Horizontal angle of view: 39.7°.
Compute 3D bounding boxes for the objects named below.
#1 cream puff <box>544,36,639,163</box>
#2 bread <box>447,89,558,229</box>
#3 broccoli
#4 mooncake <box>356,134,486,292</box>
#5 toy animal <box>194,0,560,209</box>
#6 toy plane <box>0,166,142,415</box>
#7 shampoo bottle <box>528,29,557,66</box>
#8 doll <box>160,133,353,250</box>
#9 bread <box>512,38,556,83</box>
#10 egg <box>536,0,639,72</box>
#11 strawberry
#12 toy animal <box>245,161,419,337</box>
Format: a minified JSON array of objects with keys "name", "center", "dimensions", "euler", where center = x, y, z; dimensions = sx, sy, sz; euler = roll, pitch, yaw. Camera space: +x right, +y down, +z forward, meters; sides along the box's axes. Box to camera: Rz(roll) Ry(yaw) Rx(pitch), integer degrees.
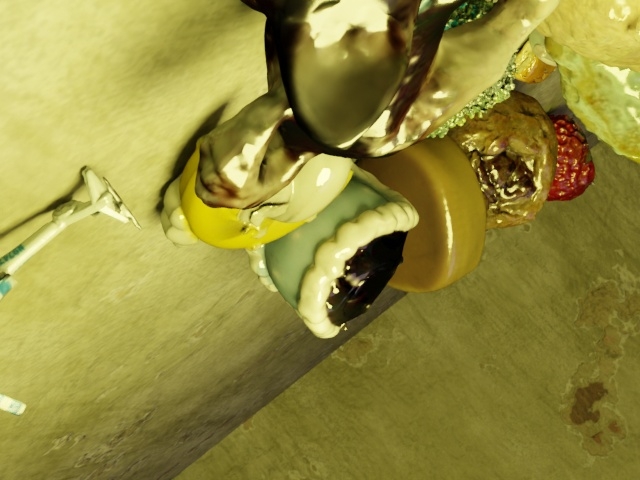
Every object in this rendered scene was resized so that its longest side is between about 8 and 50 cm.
[{"name":"cream puff","center":[0.498,-0.288,1.184],"dimensions":[0.378,0.378,0.276],"euler":[-49,-170,41]},{"name":"bread","center":[0.274,-0.119,1.383],"dimensions":[0.230,0.230,0.123],"euler":[-37,-152,-6]},{"name":"broccoli","center":[0.136,-0.192,0.983],"dimensions":[0.154,0.167,0.160],"euler":[3,-179,-22]},{"name":"mooncake","center":[0.138,-0.037,1.278],"dimensions":[0.117,0.235,0.235],"euler":[-24,162,-45]},{"name":"toy animal","center":[0.014,-0.156,0.557],"dimensions":[0.302,0.194,0.344],"euler":[-43,163,-6]},{"name":"toy plane","center":[-0.290,0.039,0.715],"dimensions":[0.182,0.107,0.273],"euler":[40,72,-38]},{"name":"shampoo bottle","center":[0.354,-0.297,1.302],"dimensions":[0.099,0.072,0.043],"euler":[-33,162,-21]},{"name":"doll","center":[-0.042,-0.071,0.913],"dimensions":[0.237,0.111,0.252],"euler":[-7,152,-38]},{"name":"bread","center":[0.334,-0.275,1.376],"dimensions":[0.072,0.053,0.106],"euler":[-48,160,26]},{"name":"egg","center":[0.320,-0.285,0.796],"dimensions":[0.310,0.279,0.279],"euler":[-20,-178,38]},{"name":"strawberry","center":[0.471,-0.167,1.953],"dimensions":[0.244,0.205,0.205],"euler":[-18,171,9]},{"name":"toy animal","center":[0.000,0.000,1.100],"dimensions":[0.208,0.204,0.156],"euler":[-54,145,9]}]
